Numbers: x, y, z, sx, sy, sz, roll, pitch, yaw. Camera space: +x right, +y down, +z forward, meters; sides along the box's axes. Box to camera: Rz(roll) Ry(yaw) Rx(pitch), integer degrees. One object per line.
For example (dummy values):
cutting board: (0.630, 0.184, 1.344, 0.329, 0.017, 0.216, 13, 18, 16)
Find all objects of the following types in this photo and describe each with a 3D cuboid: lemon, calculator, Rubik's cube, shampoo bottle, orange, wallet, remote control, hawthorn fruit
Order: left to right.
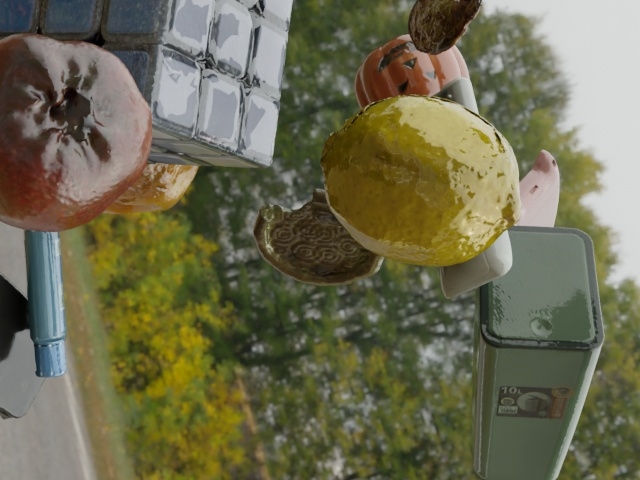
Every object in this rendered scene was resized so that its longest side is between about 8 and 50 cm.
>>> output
wallet: (-0.556, 0.163, 1.772, 0.197, 0.051, 0.377, -65, 153, -22)
shampoo bottle: (-0.467, 0.104, 1.794, 0.104, 0.061, 0.258, -163, -111, -80)
hawthorn fruit: (-0.230, -0.085, 0.889, 0.188, 0.169, 0.169, -26, -101, 62)
orange: (-0.300, -0.153, 1.736, 0.183, 0.249, 0.249, 37, 29, -55)
Rubik's cube: (-0.240, -0.270, 1.419, 0.304, 0.301, 0.305, 13, 84, -63)
lemon: (0.117, -0.070, 1.249, 0.204, 0.260, 0.204, -48, 149, -42)
remote control: (0.179, -0.078, 1.443, 0.055, 0.109, 0.313, 19, 52, -43)
calculator: (0.365, 0.010, 1.908, 0.048, 0.220, 0.329, 25, -40, 26)

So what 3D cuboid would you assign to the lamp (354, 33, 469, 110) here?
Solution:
lamp: (0.154, -0.247, 1.735, 0.187, 0.188, 0.163, 94, -27, -76)

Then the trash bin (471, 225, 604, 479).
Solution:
trash bin: (0.302, 0.176, 1.525, 0.223, 0.158, 0.343, -83, 171, -45)

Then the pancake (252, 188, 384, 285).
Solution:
pancake: (0.000, 0.000, 1.742, 0.212, 0.235, 0.029, 46, 40, -27)

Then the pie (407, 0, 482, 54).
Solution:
pie: (0.156, -0.294, 1.421, 0.191, 0.033, 0.088, -140, -117, -66)
